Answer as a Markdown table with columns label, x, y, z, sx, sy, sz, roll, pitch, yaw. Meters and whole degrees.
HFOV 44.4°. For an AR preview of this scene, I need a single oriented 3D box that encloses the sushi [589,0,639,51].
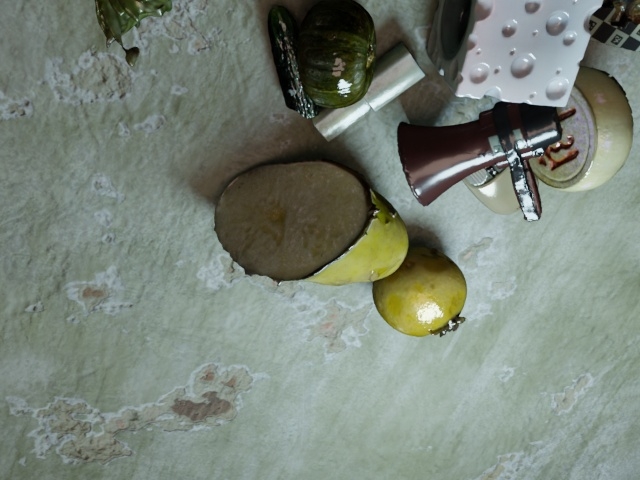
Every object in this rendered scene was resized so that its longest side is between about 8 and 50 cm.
| label | x | y | z | sx | sy | sz | roll | pitch | yaw |
| --- | --- | --- | --- | --- | --- | --- | --- | --- | --- |
| sushi | 0.646 | -0.509 | 1.670 | 0.210 | 0.040 | 0.193 | 10 | 128 | -19 |

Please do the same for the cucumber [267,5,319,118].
| label | x | y | z | sx | sy | sz | roll | pitch | yaw |
| --- | --- | --- | --- | --- | --- | --- | --- | --- | --- |
| cucumber | -0.059 | -0.370 | 1.626 | 0.074 | 0.074 | 0.242 | -15 | 121 | 1 |

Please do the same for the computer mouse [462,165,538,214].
| label | x | y | z | sx | sy | sz | roll | pitch | yaw |
| --- | --- | --- | --- | --- | --- | --- | --- | --- | --- |
| computer mouse | 0.418 | -0.152 | 1.844 | 0.145 | 0.082 | 0.236 | -37 | 122 | 16 |

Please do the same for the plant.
| label | x | y | z | sx | sy | sz | roll | pitch | yaw |
| --- | --- | --- | --- | --- | --- | --- | --- | --- | --- |
| plant | -0.392 | -0.521 | 1.418 | 0.251 | 0.180 | 0.333 | -43 | 117 | 6 |

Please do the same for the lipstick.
| label | x | y | z | sx | sy | sz | roll | pitch | yaw |
| --- | --- | --- | --- | --- | --- | --- | --- | --- | --- |
| lipstick | 0.097 | -0.315 | 1.682 | 0.252 | 0.079 | 0.077 | -35 | 122 | 13 |

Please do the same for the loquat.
| label | x | y | z | sx | sy | sz | roll | pitch | yaw |
| --- | --- | --- | --- | --- | --- | --- | --- | --- | --- |
| loquat | 0.247 | 0.133 | 1.916 | 0.243 | 0.244 | 0.244 | -4 | 124 | -7 |

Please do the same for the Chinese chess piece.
| label | x | y | z | sx | sy | sz | roll | pitch | yaw |
| --- | --- | --- | --- | --- | --- | --- | --- | --- | --- |
| Chinese chess piece | 0.545 | -0.239 | 1.693 | 0.112 | 0.270 | 0.270 | -12 | 126 | -22 |

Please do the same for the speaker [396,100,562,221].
| label | x | y | z | sx | sy | sz | roll | pitch | yaw |
| --- | --- | --- | --- | --- | --- | --- | --- | --- | --- |
| speaker | 0.349 | -0.159 | 1.668 | 0.329 | 0.198 | 0.259 | -9 | 87 | 25 |

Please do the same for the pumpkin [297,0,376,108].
| label | x | y | z | sx | sy | sz | roll | pitch | yaw |
| --- | --- | --- | --- | --- | --- | --- | --- | --- | --- |
| pumpkin | 0.031 | -0.368 | 1.552 | 0.157 | 0.224 | 0.224 | 9 | 125 | 16 |

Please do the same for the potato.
| label | x | y | z | sx | sy | sz | roll | pitch | yaw |
| --- | --- | --- | --- | --- | --- | --- | --- | --- | --- |
| potato | 0.000 | 0.000 | 1.793 | 0.396 | 0.290 | 0.296 | -11 | 155 | 21 |

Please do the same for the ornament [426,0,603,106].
| label | x | y | z | sx | sy | sz | roll | pitch | yaw |
| --- | --- | --- | --- | --- | --- | --- | --- | --- | --- |
| ornament | 0.372 | -0.430 | 1.555 | 0.239 | 0.239 | 0.240 | 3 | 123 | -12 |
